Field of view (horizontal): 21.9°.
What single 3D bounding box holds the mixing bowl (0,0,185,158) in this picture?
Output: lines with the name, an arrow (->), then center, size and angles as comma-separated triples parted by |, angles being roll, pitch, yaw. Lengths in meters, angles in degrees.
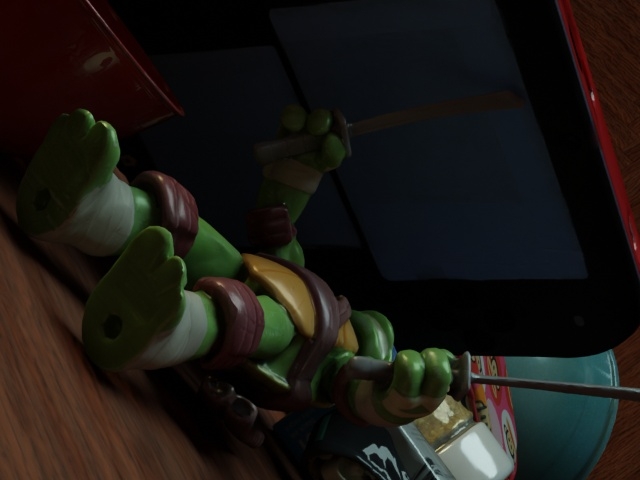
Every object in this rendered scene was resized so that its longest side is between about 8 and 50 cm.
mixing bowl -> -0.166, -0.111, 0.897 | 0.181, 0.098, 0.181 | 52, 1, -1

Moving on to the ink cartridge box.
ink cartridge box -> 0.060, 0.191, 1.200 | 0.190, 0.082, 0.139 | 55, 2, 13

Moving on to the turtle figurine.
turtle figurine -> 0.000, 0.000, 0.861 | 0.266, 0.275, 0.197 | 17, 65, -49

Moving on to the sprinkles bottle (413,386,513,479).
sprinkles bottle -> 0.007, 0.080, 1.357 | 0.355, 0.121, 0.121 | 53, 2, 9

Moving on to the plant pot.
plant pot -> 0.142, 0.142, 1.798 | 0.255, 0.271, 0.271 | 35, 13, -37

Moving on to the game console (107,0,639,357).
game console -> 0.013, -0.066, 1.043 | 0.060, 0.342, 0.386 | -70, 146, -43

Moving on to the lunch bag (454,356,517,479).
lunch bag -> 0.108, 0.100, 1.538 | 0.258, 0.120, 0.293 | -42, 121, -69

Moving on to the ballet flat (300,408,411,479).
ballet flat -> 0.050, 0.204, 1.070 | 0.203, 0.074, 0.074 | 59, 1, -3
